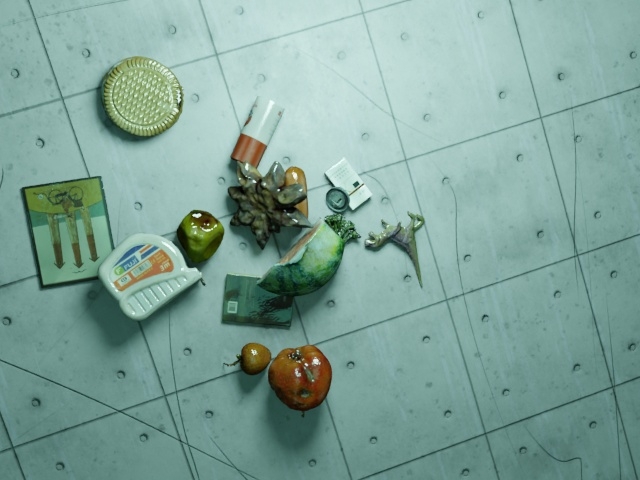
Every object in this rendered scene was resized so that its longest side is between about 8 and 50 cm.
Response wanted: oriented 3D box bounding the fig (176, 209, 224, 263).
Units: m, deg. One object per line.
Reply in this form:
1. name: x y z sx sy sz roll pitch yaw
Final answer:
1. fig: -0.375 -0.014 1.854 0.153 0.144 0.166 1 106 13

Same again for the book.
1. book: -0.201 0.195 1.946 0.228 0.024 0.160 6 93 -7

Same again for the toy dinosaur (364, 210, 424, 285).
1. toy dinosaur: 0.286 0.005 1.986 0.251 0.072 0.200 29 100 -20

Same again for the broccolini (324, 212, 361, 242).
1. broccolini: -0.007 0.006 1.948 0.271 0.062 0.123 -32 88 -2

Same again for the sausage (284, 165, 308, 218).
1. sausage: -0.079 -0.141 1.916 0.076 0.076 0.198 -4 93 -7

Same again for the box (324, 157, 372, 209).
1. box: 0.091 -0.186 1.950 0.084 0.040 0.154 -38 97 -3

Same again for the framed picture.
1. framed picture: -0.785 -0.027 1.866 0.244 0.013 0.324 -9 94 -6

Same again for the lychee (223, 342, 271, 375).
1. lychee: -0.227 0.389 1.917 0.140 0.114 0.101 -28 72 -23

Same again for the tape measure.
1. tape measure: -0.533 0.107 1.850 0.258 0.130 0.265 -36 93 -8

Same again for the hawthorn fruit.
1. hawthorn fruit: -0.059 0.470 1.905 0.207 0.207 0.244 -8 107 -7

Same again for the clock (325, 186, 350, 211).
1. clock: 0.057 -0.136 1.936 0.085 0.017 0.085 14 123 22

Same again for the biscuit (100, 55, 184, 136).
1. biscuit: -0.552 -0.445 1.834 0.258 0.079 0.259 0 93 -7

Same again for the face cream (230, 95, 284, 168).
1. face cream: -0.201 -0.339 1.876 0.095 0.096 0.214 25 90 -8

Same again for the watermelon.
1. watermelon: -0.064 0.077 1.870 0.305 0.180 0.224 -42 139 4

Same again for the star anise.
1. star anise: -0.165 -0.105 1.848 0.315 0.108 0.316 8 112 20
